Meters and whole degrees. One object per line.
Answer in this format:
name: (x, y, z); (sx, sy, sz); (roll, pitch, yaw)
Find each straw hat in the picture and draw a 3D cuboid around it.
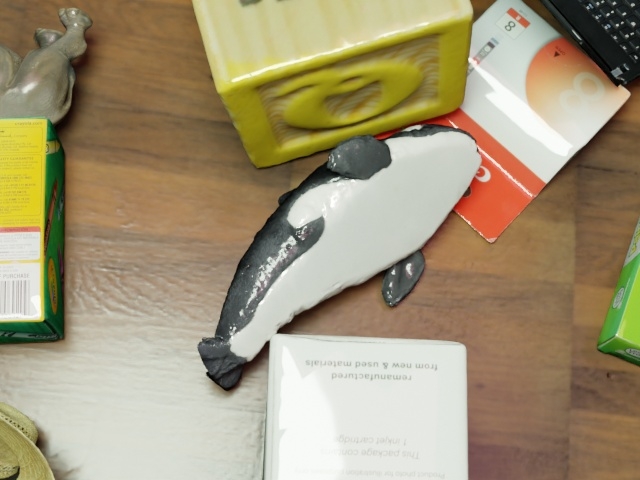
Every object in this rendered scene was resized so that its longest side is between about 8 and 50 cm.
straw hat: (-0.249, 0.153, 0.785); (0.144, 0.145, 0.061); (23, 33, 2)

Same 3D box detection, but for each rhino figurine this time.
rhino figurine: (-0.315, -0.144, 0.868); (0.243, 0.073, 0.106); (5, 70, -2)

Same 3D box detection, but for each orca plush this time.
orca plush: (0.000, 0.000, 0.864); (0.287, 0.102, 0.151); (-52, 128, -6)

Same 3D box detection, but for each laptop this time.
laptop: (0.228, -0.263, 0.892); (0.264, 0.137, 0.234); (-29, 71, -17)

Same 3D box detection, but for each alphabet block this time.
alphabet block: (-0.001, -0.197, 0.838); (0.193, 0.192, 0.197); (-17, 76, 2)

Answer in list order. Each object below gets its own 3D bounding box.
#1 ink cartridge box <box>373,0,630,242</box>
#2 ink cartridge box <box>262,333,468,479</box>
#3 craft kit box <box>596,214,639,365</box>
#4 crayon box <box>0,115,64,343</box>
ink cartridge box: (0.156, -0.111, 0.913); (0.145, 0.045, 0.179); (43, 72, 9)
ink cartridge box: (0.021, 0.233, 0.704); (0.131, 0.226, 0.306); (1, 74, -3)
craft kit box: (0.389, 0.022, 0.888); (0.246, 0.061, 0.250); (21, 73, 5)
crayon box: (-0.345, -0.003, 0.818); (0.278, 0.081, 0.166); (-2, 73, -5)
